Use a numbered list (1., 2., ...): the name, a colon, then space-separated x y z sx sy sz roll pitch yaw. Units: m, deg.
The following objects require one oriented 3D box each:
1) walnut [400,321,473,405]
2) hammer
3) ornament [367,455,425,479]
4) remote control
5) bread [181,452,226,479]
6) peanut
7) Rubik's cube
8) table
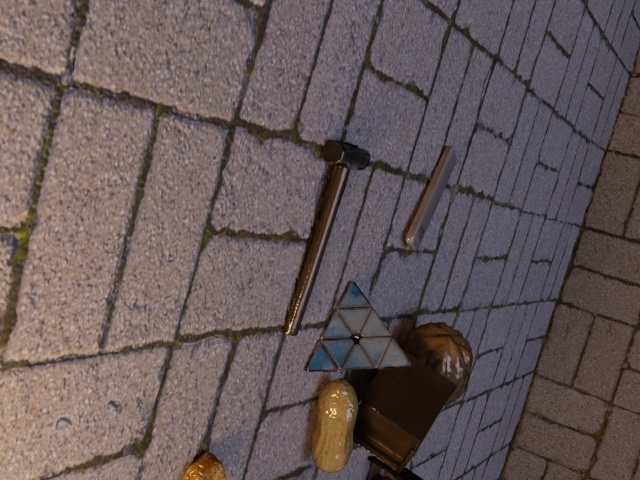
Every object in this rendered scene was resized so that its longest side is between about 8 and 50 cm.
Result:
1. walnut: 0.278 0.305 2.051 0.198 0.198 0.244 -48 151 -38
2. hammer: 0.000 0.000 1.506 0.111 0.044 0.365 4 104 -63
3. ornament: 0.168 0.679 2.162 0.196 0.153 0.166 -61 152 0
4. remote control: 0.253 -0.098 1.929 0.260 0.029 0.067 -65 152 -17
5. bread: -0.194 0.397 1.394 0.083 0.046 0.081 -59 145 -19
6. peanut: 0.032 0.388 1.758 0.099 0.090 0.214 -34 137 -60
7. Rubik's cube: 0.048 0.175 1.691 0.191 0.211 0.178 -6 90 -35
8. table: 0.172 0.384 1.887 0.193 0.169 0.172 -52 168 -30
